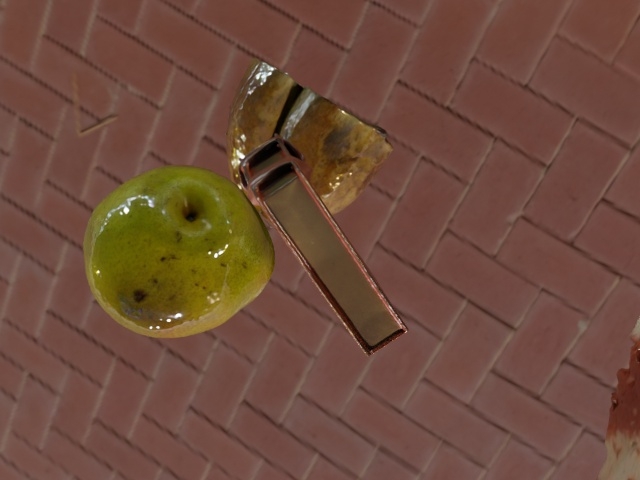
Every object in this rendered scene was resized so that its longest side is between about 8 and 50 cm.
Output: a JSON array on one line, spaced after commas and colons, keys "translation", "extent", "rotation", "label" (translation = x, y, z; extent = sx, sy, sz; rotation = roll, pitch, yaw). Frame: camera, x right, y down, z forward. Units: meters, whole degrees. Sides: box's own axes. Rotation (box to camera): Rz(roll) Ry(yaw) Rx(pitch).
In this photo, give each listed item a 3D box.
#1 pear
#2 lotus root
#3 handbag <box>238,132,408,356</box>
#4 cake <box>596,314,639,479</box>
[{"translation": [-0.110, 0.018, 0.758], "extent": [0.141, 0.104, 0.141], "rotation": [13, 135, 13], "label": "pear"}, {"translation": [-0.040, -0.110, 1.289], "extent": [0.199, 0.188, 0.180], "rotation": [35, 92, -28], "label": "lotus root"}, {"translation": [0.000, 0.000, 0.928], "extent": [0.063, 0.127, 0.190], "rotation": [-34, 112, 2], "label": "handbag"}, {"translation": [0.403, 0.165, 0.850], "extent": [0.269, 0.270, 0.319], "rotation": [14, 80, -1], "label": "cake"}]
